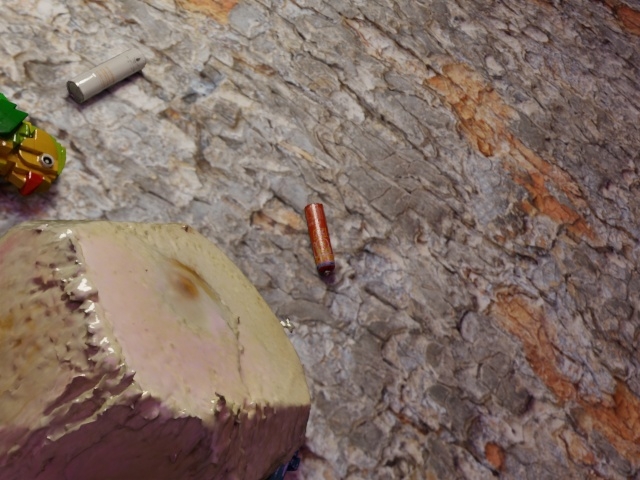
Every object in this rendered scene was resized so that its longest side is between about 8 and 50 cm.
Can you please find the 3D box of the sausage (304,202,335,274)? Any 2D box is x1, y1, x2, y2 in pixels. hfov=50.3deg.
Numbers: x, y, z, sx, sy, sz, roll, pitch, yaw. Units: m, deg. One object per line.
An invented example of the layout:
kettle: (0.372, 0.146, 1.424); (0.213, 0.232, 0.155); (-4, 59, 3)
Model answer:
sausage: (0.000, 0.000, 1.145); (0.034, 0.034, 0.129); (2, 63, -26)

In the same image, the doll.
doll: (-0.448, -0.145, 0.958); (0.186, 0.106, 0.134); (41, 38, -21)

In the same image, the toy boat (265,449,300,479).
toy boat: (-0.056, 0.293, 0.941); (0.061, 0.060, 0.137); (48, 43, -26)

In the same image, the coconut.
coconut: (-0.246, 0.173, 0.738); (0.405, 0.404, 0.404); (12, 59, -21)

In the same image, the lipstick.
lipstick: (-0.348, -0.273, 1.119); (0.040, 0.040, 0.141); (44, 53, 2)
